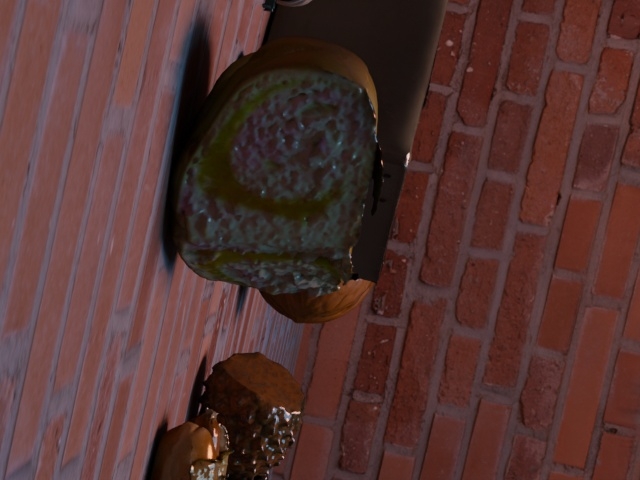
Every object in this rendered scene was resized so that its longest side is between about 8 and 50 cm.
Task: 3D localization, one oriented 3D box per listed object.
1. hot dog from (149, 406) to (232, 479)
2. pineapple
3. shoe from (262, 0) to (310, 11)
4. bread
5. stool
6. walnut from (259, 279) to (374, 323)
[{"bbox_3d":[-0.132,0.282,1.637,0.109,0.072,0.270,-20,122,-84],"label":"hot dog"},{"bbox_3d":[-0.100,0.242,1.899,0.125,0.125,0.251,-72,-176,-63],"label":"pineapple"},{"bbox_3d":[-0.031,-0.259,1.465,0.071,0.064,0.143,-31,131,-61],"label":"shoe"},{"bbox_3d":[-0.036,-0.059,1.407,0.156,0.158,0.261,-92,-170,-56],"label":"bread"},{"bbox_3d":[0.022,-0.132,1.883,0.270,0.170,0.244,97,7,-62],"label":"stool"},{"bbox_3d":[0.000,0.000,2.133,0.167,0.167,0.207,89,16,-78],"label":"walnut"}]
